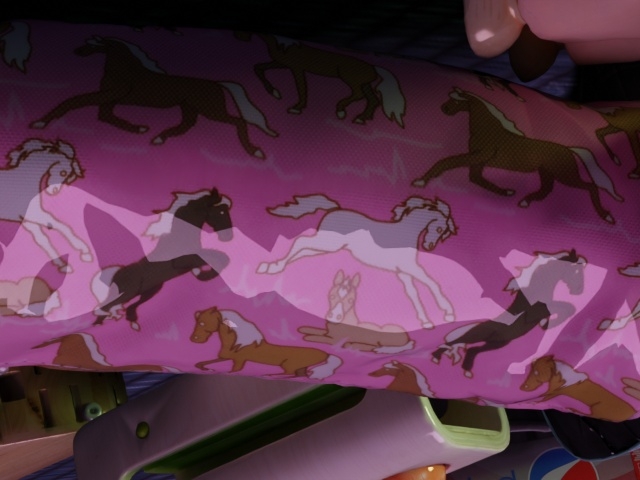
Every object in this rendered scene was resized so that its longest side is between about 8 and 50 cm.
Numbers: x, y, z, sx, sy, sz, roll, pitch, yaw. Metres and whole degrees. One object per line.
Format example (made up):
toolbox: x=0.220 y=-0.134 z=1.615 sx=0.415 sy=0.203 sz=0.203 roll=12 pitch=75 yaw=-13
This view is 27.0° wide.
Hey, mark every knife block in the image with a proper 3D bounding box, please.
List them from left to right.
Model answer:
knife block: x=-0.301 y=0.160 z=1.038 sx=0.276 sy=0.088 sz=0.242 roll=-8 pitch=158 yaw=-20

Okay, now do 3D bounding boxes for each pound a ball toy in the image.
pound a ball toy: x=0.020 y=0.145 z=0.931 sx=0.319 sy=0.135 sz=0.208 roll=-26 pitch=157 yaw=25

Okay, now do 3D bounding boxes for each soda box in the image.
soda box: x=0.160 y=0.222 z=1.140 sx=0.263 sy=0.083 sz=0.092 roll=-8 pitch=160 yaw=-4

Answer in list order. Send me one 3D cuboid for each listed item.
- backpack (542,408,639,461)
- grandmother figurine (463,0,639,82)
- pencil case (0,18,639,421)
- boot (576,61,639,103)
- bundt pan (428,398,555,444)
backpack: x=0.241 y=0.077 z=1.073 sx=0.144 sy=0.188 sz=0.166 roll=0 pitch=153 yaw=-34
grandmother figurine: x=0.235 y=-0.117 z=0.551 sx=0.342 sy=0.104 sz=0.208 roll=1 pitch=-175 yaw=26
pencil case: x=-0.006 y=-0.004 z=0.634 sx=0.386 sy=0.160 sz=0.167 roll=5 pitch=156 yaw=-13
boot: x=0.253 y=-0.091 z=0.819 sx=0.179 sy=0.085 sz=0.236 roll=-17 pitch=163 yaw=-4
bundt pan: x=0.093 y=0.160 z=1.241 sx=0.331 sy=0.124 sz=0.331 roll=-9 pitch=160 yaw=-3
